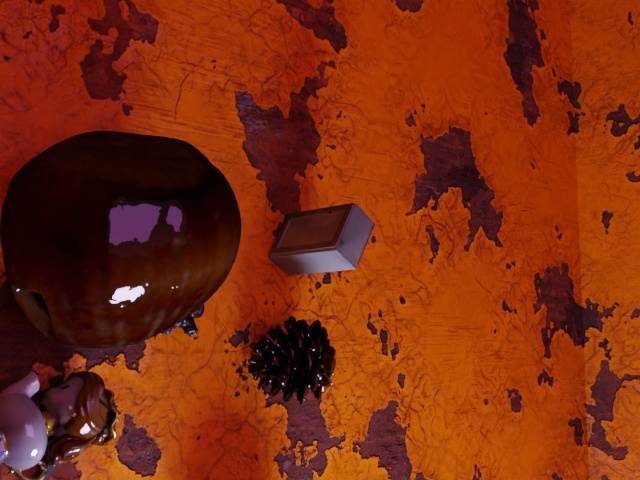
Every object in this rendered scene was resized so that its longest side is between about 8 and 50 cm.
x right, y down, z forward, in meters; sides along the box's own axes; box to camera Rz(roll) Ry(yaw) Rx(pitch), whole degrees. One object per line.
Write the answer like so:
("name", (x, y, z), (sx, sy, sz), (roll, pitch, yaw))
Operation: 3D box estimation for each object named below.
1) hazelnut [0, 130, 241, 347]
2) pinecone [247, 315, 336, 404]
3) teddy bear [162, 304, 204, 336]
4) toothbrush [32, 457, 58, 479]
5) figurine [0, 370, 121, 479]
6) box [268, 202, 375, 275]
("hazelnut", (-0.366, -0.018, 1.577), (0.429, 0.402, 0.402), (-23, 101, -46))
("pinecone", (-0.066, 0.270, 1.955), (0.207, 0.207, 0.208), (7, 80, -45))
("teddy bear", (-0.307, 0.153, 1.812), (0.119, 0.078, 0.160), (60, 27, 8))
("toothbrush", (-0.526, 0.464, 1.579), (0.297, 0.030, 0.030), (-62, 150, -32))
("figurine", (-0.480, 0.321, 1.561), (0.263, 0.142, 0.190), (-13, 93, -43))
("box", (0.000, 0.000, 2.025), (0.086, 0.225, 0.130), (44, 56, -32))
